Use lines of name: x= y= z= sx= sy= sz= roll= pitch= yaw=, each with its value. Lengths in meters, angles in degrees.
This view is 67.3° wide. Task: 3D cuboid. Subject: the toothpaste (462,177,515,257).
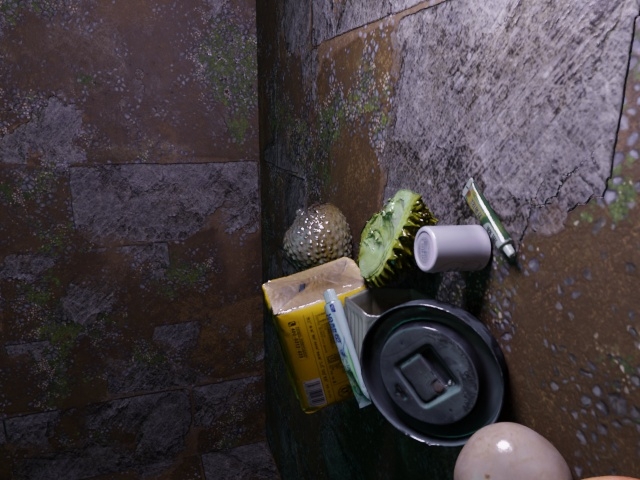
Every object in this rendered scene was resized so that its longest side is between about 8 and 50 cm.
toothpaste: x=0.341 y=-0.045 z=0.978 sx=0.049 sy=0.031 sz=0.204 roll=106 pitch=155 yaw=-45

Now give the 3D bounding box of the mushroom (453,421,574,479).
mushroom: x=0.352 y=0.439 z=0.878 sx=0.204 sy=0.204 sz=0.204 roll=175 pitch=90 yaw=-71

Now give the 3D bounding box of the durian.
durian: x=0.165 y=0.011 z=1.231 sx=0.198 sy=0.163 sz=0.394 roll=61 pitch=160 yaw=4

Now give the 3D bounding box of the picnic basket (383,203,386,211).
picnic basket: x=0.183 y=-0.060 z=1.362 sx=0.072 sy=0.072 sz=0.083 roll=-126 pitch=27 yaw=-56

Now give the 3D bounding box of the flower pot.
flower pot: x=0.179 y=0.236 z=1.236 sx=0.209 sy=0.239 sz=0.190 roll=-56 pitch=-32 yaw=-74

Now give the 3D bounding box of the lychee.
lychee: x=0.000 y=0.000 z=1.683 sx=0.274 sy=0.255 sz=0.255 roll=46 pitch=150 yaw=10

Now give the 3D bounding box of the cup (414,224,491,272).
cup: x=0.275 y=0.030 z=1.030 sx=0.136 sy=0.133 sz=0.099 roll=104 pitch=157 yaw=-43

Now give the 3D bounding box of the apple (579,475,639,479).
apple: x=0.368 y=0.472 z=0.551 sx=0.364 sy=0.363 sz=0.364 roll=175 pitch=90 yaw=-71

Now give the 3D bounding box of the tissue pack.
tissue pack: x=0.015 y=0.282 z=1.457 sx=0.228 sy=0.293 sz=0.382 roll=-123 pitch=17 yaw=-61

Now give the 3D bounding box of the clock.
clock: x=0.238 y=0.282 z=1.039 sx=0.318 sy=0.066 sz=0.319 roll=7 pitch=104 yaw=31

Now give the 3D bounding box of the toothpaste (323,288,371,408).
toothpaste: x=0.065 y=0.263 z=1.194 sx=0.075 sy=0.048 sz=0.297 roll=126 pitch=130 yaw=-58
